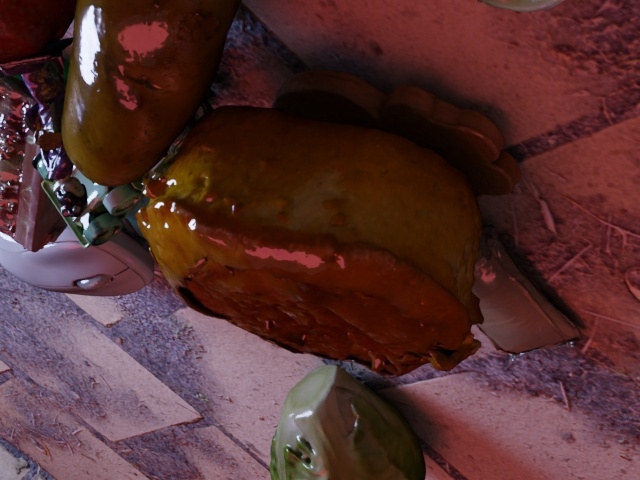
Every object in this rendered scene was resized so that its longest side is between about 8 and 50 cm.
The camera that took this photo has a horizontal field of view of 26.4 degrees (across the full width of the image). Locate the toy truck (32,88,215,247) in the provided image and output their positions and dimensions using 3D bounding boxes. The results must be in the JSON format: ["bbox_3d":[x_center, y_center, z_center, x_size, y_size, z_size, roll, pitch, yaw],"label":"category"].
[{"bbox_3d":[-0.214,-0.115,1.605,0.128,0.135,0.259,54,129,11],"label":"toy truck"}]

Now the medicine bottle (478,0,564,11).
[{"bbox_3d":[0.155,-0.262,0.992,0.147,0.143,0.147,27,156,13],"label":"medicine bottle"}]

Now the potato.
[{"bbox_3d":[-0.181,-0.188,1.361,0.195,0.176,0.369,54,140,19],"label":"potato"}]

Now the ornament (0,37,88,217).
[{"bbox_3d":[-0.292,-0.126,1.537,0.081,0.088,0.203,-15,106,14],"label":"ornament"}]

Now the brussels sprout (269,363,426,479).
[{"bbox_3d":[0.032,0.311,1.952,0.219,0.210,0.271,31,150,57],"label":"brussels sprout"}]

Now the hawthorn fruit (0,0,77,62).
[{"bbox_3d":[-0.363,-0.304,1.428,0.215,0.215,0.250,0,132,46],"label":"hawthorn fruit"}]

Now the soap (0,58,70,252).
[{"bbox_3d":[-0.396,-0.126,1.750,0.218,0.098,0.273,30,134,11],"label":"soap"}]

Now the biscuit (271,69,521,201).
[{"bbox_3d":[0.074,-0.105,1.422,0.288,0.044,0.202,4,146,40],"label":"biscuit"}]

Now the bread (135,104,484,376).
[{"bbox_3d":[0.003,0.001,1.384,0.358,0.204,0.337,14,166,18],"label":"bread"}]

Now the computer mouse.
[{"bbox_3d":[-0.381,0.014,1.967,0.297,0.121,0.184,22,163,34],"label":"computer mouse"}]

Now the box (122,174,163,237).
[{"bbox_3d":[-0.232,-0.061,1.815,0.229,0.041,0.162,26,149,16],"label":"box"}]

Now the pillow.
[{"bbox_3d":[0.196,0.058,1.538,0.119,0.053,0.208,-11,129,48],"label":"pillow"}]
